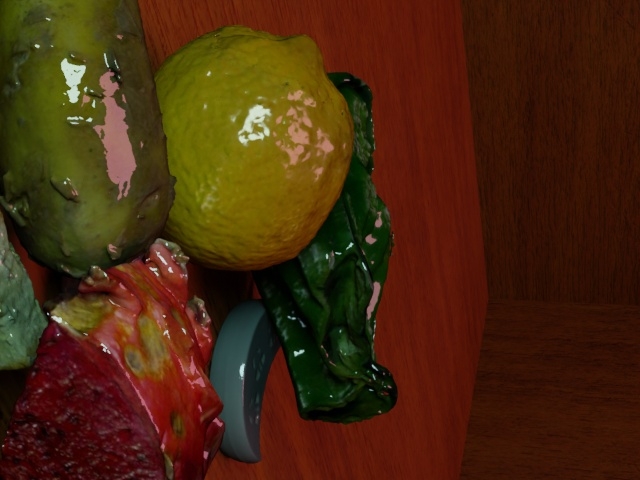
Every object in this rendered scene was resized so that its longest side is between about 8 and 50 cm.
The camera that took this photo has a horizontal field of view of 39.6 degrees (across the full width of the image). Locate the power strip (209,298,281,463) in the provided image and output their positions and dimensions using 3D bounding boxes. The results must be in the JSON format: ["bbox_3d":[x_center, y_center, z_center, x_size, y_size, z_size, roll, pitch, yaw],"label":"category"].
[{"bbox_3d":[-0.074,0.134,1.015,0.137,0.044,0.216,70,29,-47],"label":"power strip"}]

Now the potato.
[{"bbox_3d":[-0.164,-0.095,0.581,0.149,0.113,0.251,-176,-106,-73],"label":"potato"}]

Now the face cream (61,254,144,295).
[{"bbox_3d":[-0.160,0.088,0.702,0.075,0.075,0.229,-39,127,-67],"label":"face cream"}]

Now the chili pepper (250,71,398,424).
[{"bbox_3d":[-0.011,0.001,0.947,0.213,0.168,0.384,29,51,-68],"label":"chili pepper"}]

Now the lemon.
[{"bbox_3d":[-0.070,-0.076,0.767,0.231,0.192,0.192,-60,171,21],"label":"lemon"}]

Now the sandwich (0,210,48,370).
[{"bbox_3d":[-0.218,0.044,0.493,0.244,0.088,0.090,-56,139,-58],"label":"sandwich"}]

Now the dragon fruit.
[{"bbox_3d":[-0.114,0.115,0.575,0.274,0.126,0.161,-62,178,34],"label":"dragon fruit"}]
